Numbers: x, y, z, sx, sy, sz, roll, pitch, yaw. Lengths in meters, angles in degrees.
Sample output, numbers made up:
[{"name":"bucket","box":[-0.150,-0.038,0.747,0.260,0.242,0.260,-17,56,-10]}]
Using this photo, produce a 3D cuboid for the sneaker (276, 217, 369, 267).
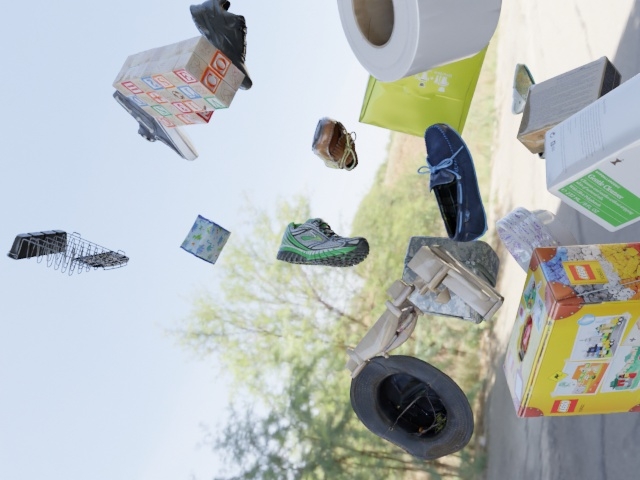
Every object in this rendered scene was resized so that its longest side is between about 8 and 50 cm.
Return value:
[{"name":"sneaker","box":[0.000,0.000,1.839,0.134,0.344,0.146,14,-98,-46]}]

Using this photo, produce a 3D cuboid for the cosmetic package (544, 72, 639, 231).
[{"name":"cosmetic package","box":[0.591,-0.182,1.067,0.365,0.197,0.155,-36,35,50]}]

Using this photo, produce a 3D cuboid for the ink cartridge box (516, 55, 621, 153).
[{"name":"ink cartridge box","box":[0.655,-0.353,1.658,0.235,0.088,0.193,-14,47,54]}]

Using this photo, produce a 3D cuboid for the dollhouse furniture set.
[{"name":"dollhouse furniture set","box":[0.184,0.200,1.250,0.355,0.174,0.303,-53,-16,10]}]

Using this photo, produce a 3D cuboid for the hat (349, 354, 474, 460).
[{"name":"hat","box":[0.251,0.402,1.636,0.134,0.331,0.331,-42,-36,-53]}]

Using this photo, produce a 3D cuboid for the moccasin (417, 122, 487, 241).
[{"name":"moccasin","box":[0.354,-0.162,1.703,0.138,0.117,0.341,-39,67,56]}]

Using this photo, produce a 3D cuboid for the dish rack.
[{"name":"dish rack","box":[-0.666,0.040,1.691,0.208,0.272,0.074,-24,-48,-74]}]

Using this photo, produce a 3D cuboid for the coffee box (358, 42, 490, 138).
[{"name":"coffee box","box":[0.330,-0.544,2.082,0.334,0.338,0.338,-75,-1,-67]}]

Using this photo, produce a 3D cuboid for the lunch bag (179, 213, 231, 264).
[{"name":"lunch bag","box":[-0.362,0.003,2.031,0.128,0.096,0.151,-61,-33,-3]}]

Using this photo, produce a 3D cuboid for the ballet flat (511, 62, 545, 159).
[{"name":"ballet flat","box":[0.721,-0.431,2.142,0.348,0.123,0.123,58,-159,-13]}]

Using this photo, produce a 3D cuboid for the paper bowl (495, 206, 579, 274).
[{"name":"paper bowl","box":[0.676,0.017,1.906,0.148,0.284,0.284,-35,-7,4]}]

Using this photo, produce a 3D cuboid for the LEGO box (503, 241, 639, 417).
[{"name":"LEGO box","box":[0.729,0.253,1.675,0.193,0.373,0.500,-92,0,-48]}]

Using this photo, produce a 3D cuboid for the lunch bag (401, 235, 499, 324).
[{"name":"lunch bag","box":[0.426,0.136,2.086,0.212,0.305,0.256,38,-117,-53]}]

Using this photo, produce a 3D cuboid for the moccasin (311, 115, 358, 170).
[{"name":"moccasin","box":[0.060,-0.304,2.057,0.380,0.147,0.139,56,-130,-74]}]

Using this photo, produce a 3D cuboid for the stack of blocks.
[{"name":"stack of blocks","box":[-0.302,-0.340,1.381,0.171,0.297,0.087,37,-112,-40]}]

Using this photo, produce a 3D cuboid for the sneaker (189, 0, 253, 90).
[{"name":"sneaker","box":[-0.246,-0.545,1.707,0.286,0.130,0.109,62,179,5]}]

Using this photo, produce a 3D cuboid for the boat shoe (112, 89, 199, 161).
[{"name":"boat shoe","box":[-0.478,-0.332,1.807,0.102,0.301,0.108,-41,6,8]}]

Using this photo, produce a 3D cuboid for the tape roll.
[{"name":"tape roll","box":[0.156,-0.405,1.045,0.246,0.169,0.246,50,153,39]}]
